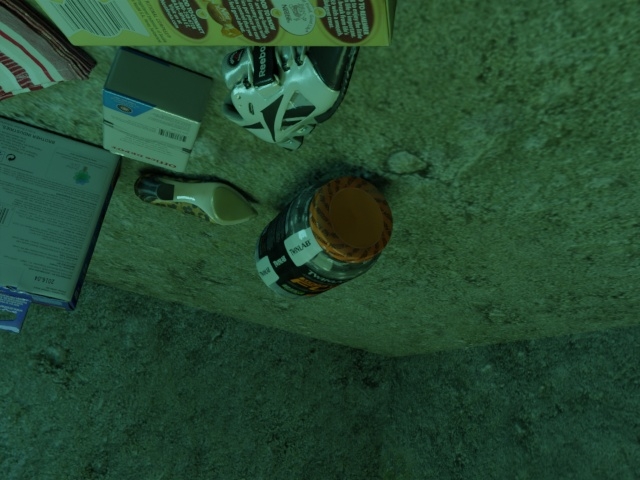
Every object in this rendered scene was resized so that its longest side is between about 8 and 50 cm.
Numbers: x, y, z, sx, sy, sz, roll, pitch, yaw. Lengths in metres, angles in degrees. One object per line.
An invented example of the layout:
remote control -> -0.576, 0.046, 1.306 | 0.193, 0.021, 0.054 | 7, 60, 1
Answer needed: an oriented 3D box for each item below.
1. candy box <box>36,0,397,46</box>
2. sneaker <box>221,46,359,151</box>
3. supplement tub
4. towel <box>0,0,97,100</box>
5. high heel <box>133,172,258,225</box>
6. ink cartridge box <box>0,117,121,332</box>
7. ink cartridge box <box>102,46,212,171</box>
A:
candy box -> -0.084, -0.273, 0.484 | 0.316, 0.183, 0.088 | 5, 160, 13
sneaker -> -0.052, -0.218, 0.703 | 0.146, 0.123, 0.330 | 15, 159, -18
supplement tub -> 0.000, 0.000, 1.136 | 0.206, 0.207, 0.338 | 17, 159, -18
towel -> -0.547, -0.308, 0.831 | 0.328, 0.037, 0.237 | -1, 156, 29
high heel -> -0.287, -0.098, 1.236 | 0.261, 0.093, 0.186 | 14, -179, -37
ink cartridge box -> -0.602, -0.021, 1.099 | 0.269, 0.396, 0.151 | 16, 159, -15
ink cartridge box -> -0.276, -0.206, 0.894 | 0.148, 0.086, 0.203 | 16, 160, -17
